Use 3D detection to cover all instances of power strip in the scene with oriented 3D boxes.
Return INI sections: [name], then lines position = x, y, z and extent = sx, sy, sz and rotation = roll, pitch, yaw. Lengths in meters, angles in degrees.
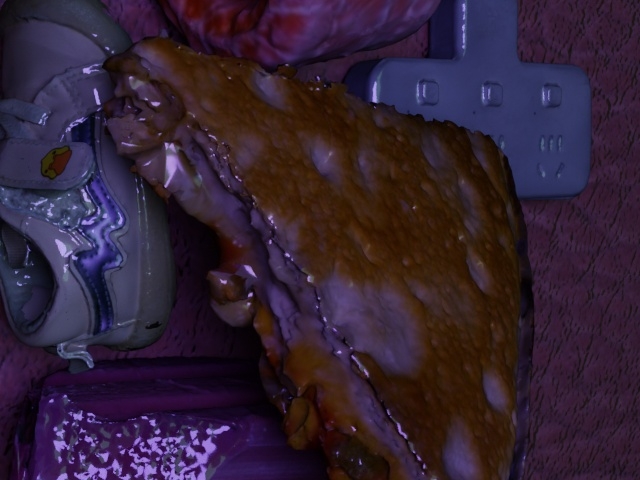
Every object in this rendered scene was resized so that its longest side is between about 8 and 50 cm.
[power strip]
position = 0.137, -0.131, 1.160
extent = 0.265, 0.059, 0.194
rotation = -3, 95, -35

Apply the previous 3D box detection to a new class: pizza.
[pizza]
position = 0.000, 0.000, 0.898
extent = 0.406, 0.130, 0.440
rotation = 40, 35, -24

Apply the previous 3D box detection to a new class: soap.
[soap]
position = -0.094, 0.151, 0.938
extent = 0.289, 0.182, 0.112
rotation = 4, 93, -42

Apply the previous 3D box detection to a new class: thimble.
[thimble]
position = -0.030, -0.241, 0.926
extent = 0.162, 0.239, 0.239
rotation = -24, 107, -34

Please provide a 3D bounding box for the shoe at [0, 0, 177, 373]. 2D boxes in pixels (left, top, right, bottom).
[shoe]
position = -0.168, -0.042, 0.876
extent = 0.128, 0.140, 0.262
rotation = -27, 109, -51
